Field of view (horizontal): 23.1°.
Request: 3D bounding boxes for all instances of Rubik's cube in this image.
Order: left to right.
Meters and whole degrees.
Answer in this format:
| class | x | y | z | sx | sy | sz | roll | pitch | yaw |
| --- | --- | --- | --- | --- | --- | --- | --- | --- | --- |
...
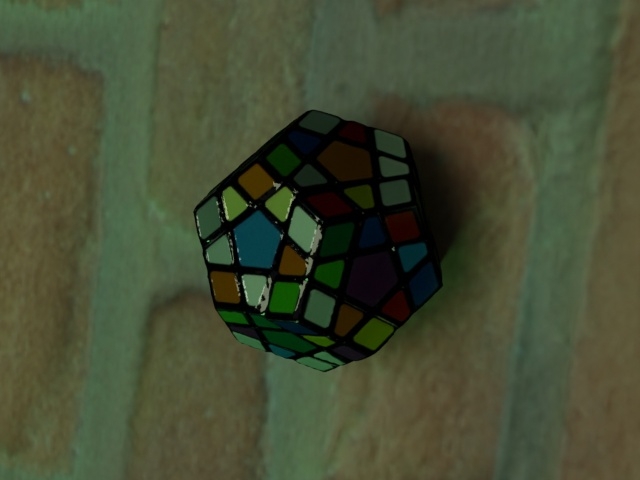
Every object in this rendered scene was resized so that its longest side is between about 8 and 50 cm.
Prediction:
| class | x | y | z | sx | sy | sz | roll | pitch | yaw |
| --- | --- | --- | --- | --- | --- | --- | --- | --- | --- |
| Rubik's cube | 0.000 | 0.000 | 0.787 | 0.133 | 0.112 | 0.133 | 1 | 91 | 36 |
